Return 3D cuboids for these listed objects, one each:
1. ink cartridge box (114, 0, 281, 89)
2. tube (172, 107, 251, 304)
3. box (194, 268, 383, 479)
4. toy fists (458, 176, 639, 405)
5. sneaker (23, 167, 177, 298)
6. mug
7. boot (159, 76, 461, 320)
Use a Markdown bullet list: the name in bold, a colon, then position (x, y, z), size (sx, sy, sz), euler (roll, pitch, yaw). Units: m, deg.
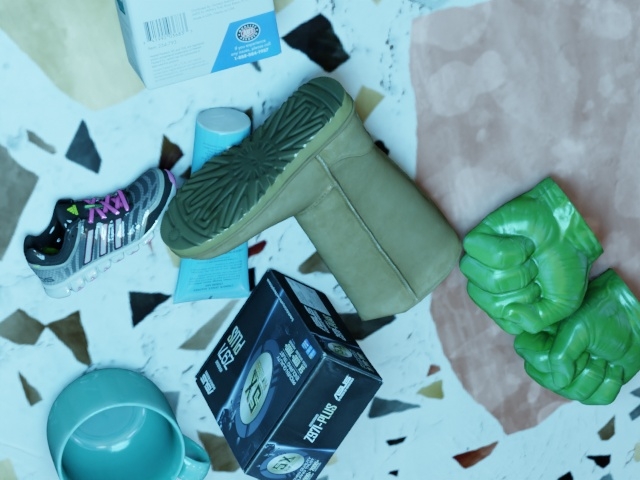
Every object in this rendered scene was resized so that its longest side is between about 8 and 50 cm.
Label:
- **ink cartridge box**: position (-0.124, -0.266, 1.721), size (0.134, 0.078, 0.231), euler (-16, 121, -12)
- **tube**: position (-0.101, -0.027, 1.878), size (0.080, 0.052, 0.207), euler (-3, 121, -15)
- **box**: position (-0.035, 0.139, 1.909), size (0.077, 0.180, 0.147), euler (25, 107, -31)
- **toy fists**: position (0.252, 0.069, 2.026), size (0.142, 0.096, 0.279), euler (-37, 124, 3)
- **sneaker**: position (-0.215, -0.017, 1.830), size (0.170, 0.063, 0.075), euler (-37, 129, 8)
- **mug**: position (-0.203, 0.203, 1.932), size (0.129, 0.097, 0.157), euler (-34, 123, 0)
- **boot**: position (0.000, 0.000, 1.869), size (0.236, 0.089, 0.269), euler (-39, 134, -3)
